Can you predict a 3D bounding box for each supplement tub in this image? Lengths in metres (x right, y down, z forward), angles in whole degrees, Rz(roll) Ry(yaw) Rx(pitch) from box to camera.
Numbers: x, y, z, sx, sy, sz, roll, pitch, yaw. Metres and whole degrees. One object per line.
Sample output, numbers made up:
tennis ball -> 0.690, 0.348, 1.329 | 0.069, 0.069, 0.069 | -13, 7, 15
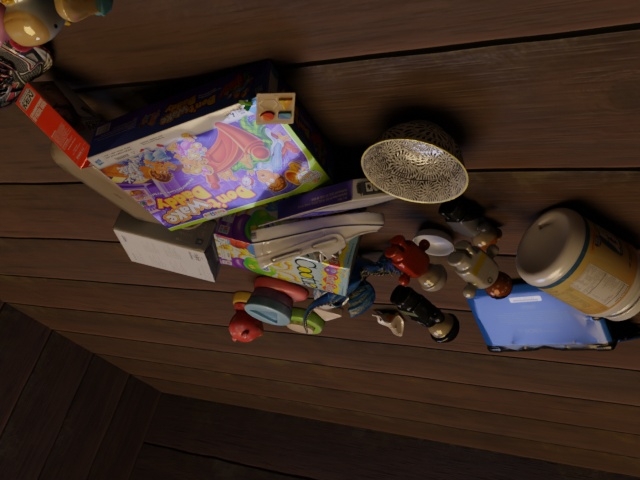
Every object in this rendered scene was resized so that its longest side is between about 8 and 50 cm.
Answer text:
supplement tub -> 0.458, 0.045, 1.168 | 0.199, 0.144, 0.144 | 26, 153, -19

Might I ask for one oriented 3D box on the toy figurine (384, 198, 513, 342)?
toy figurine -> 0.235, 0.054, 1.224 | 0.148, 0.213, 0.209 | 38, 118, -26

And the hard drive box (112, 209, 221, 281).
hard drive box -> -0.366, 0.005, 1.661 | 0.232, 0.089, 0.181 | 14, 154, 6

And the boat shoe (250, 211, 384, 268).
boat shoe -> 0.000, 0.000, 1.265 | 0.258, 0.084, 0.095 | -10, -179, -11

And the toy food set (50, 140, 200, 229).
toy food set -> -0.404, -0.131, 1.425 | 0.220, 0.092, 0.306 | 11, 157, 50

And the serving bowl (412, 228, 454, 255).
serving bowl -> 0.228, -0.001, 1.352 | 0.083, 0.027, 0.083 | 14, 155, 7

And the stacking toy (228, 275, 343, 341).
stacking toy -> -0.111, 0.232, 1.911 | 0.279, 0.130, 0.309 | 24, 154, -13

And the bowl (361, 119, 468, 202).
bowl -> 0.155, -0.137, 1.066 | 0.170, 0.080, 0.170 | 13, 154, 7

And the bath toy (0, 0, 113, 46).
bath toy -> -0.471, -0.352, 0.987 | 0.348, 0.151, 0.129 | 2, -174, 29

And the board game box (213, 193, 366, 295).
board game box -> -0.060, -0.007, 1.386 | 0.275, 0.144, 0.142 | 14, 154, 5

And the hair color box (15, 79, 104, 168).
hair color box -> -0.442, -0.208, 1.199 | 0.167, 0.093, 0.053 | 43, 115, 4

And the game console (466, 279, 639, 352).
game console -> 0.516, 0.161, 1.500 | 0.293, 0.173, 0.250 | -11, 112, 43

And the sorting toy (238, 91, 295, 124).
sorting toy -> -0.079, -0.192, 0.997 | 0.083, 0.012, 0.062 | -4, 141, -10

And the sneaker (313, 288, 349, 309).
sneaker -> 0.028, 0.136, 1.684 | 0.085, 0.086, 0.237 | 18, 156, -6

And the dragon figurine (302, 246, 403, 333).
dragon figurine -> 0.062, 0.107, 1.475 | 0.085, 0.289, 0.144 | 41, -176, -36

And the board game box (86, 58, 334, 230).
board game box -> -0.181, -0.147, 1.155 | 0.347, 0.078, 0.233 | -15, 143, 23

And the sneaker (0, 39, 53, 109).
sneaker -> -0.568, -0.284, 1.187 | 0.121, 0.112, 0.299 | 33, 150, -30

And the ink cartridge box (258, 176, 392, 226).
ink cartridge box -> 0.024, -0.072, 1.190 | 0.208, 0.045, 0.206 | -12, 179, -41

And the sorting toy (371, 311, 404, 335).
sorting toy -> 0.177, 0.213, 1.801 | 0.075, 0.045, 0.083 | 8, 154, 34
